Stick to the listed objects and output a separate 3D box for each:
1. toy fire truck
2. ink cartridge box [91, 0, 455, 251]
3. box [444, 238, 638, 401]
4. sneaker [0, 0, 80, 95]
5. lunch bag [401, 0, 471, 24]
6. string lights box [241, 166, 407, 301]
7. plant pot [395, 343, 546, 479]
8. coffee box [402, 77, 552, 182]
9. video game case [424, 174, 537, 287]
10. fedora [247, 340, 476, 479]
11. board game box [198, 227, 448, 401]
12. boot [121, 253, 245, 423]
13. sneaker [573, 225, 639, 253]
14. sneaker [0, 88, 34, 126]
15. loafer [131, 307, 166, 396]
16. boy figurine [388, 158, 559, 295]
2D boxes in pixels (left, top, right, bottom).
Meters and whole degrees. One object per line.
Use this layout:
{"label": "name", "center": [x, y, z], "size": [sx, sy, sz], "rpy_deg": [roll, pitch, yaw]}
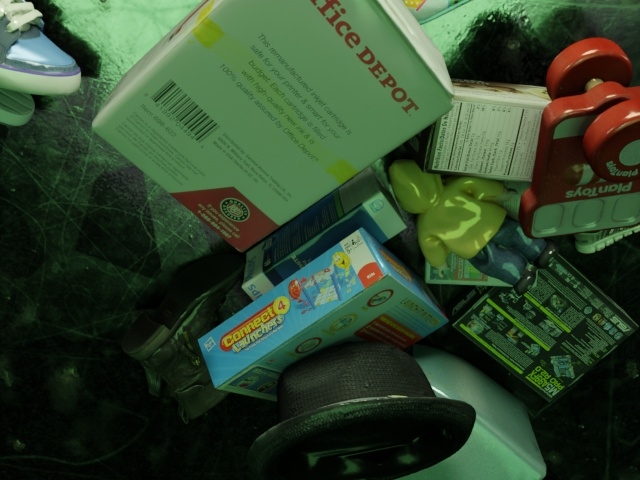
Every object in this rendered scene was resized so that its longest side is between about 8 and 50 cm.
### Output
{"label": "toy fire truck", "center": [0.416, -0.115, 0.830], "size": [0.302, 0.169, 0.254], "rpy_deg": [-8, 137, 0]}
{"label": "ink cartridge box", "center": [-0.058, -0.201, 0.861], "size": [0.385, 0.160, 0.279], "rpy_deg": [-32, 120, 27]}
{"label": "box", "center": [0.396, 0.140, 1.164], "size": [0.270, 0.060, 0.216], "rpy_deg": [37, 107, -18]}
{"label": "sneaker", "center": [-0.449, -0.354, 0.845], "size": [0.323, 0.130, 0.236], "rpy_deg": [24, 115, -8]}
{"label": "lunch bag", "center": [0.144, -0.441, 0.860], "size": [0.224, 0.108, 0.279], "rpy_deg": [-26, 113, 6]}
{"label": "string lights box", "center": [0.000, 0.000, 1.033], "size": [0.260, 0.133, 0.076], "rpy_deg": [-35, 111, 12]}
{"label": "plant pot", "center": [0.198, 0.334, 1.145], "size": [0.252, 0.247, 0.248], "rpy_deg": [43, 105, -4]}
{"label": "coffee box", "center": [0.288, -0.163, 0.961], "size": [0.297, 0.168, 0.118], "rpy_deg": [5, 113, -5]}
{"label": "video game case", "center": [0.267, -0.024, 1.066], "size": [0.183, 0.023, 0.201], "rpy_deg": [2, 105, 8]}
{"label": "fedora", "center": [0.052, 0.250, 0.961], "size": [0.334, 0.152, 0.334], "rpy_deg": [-8, 141, -6]}
{"label": "board game box", "center": [0.019, 0.143, 1.034], "size": [0.302, 0.086, 0.308], "rpy_deg": [-35, 150, 11]}
{"label": "boot", "center": [-0.193, 0.171, 1.123], "size": [0.263, 0.091, 0.229], "rpy_deg": [-42, 130, -10]}
{"label": "sneaker", "center": [0.495, -0.048, 1.083], "size": [0.170, 0.063, 0.075], "rpy_deg": [-33, 118, 16]}
{"label": "sneaker", "center": [-0.542, -0.229, 0.930], "size": [0.258, 0.094, 0.091], "rpy_deg": [29, 130, -13]}
{"label": "loafer", "center": [-0.299, 0.196, 1.146], "size": [0.061, 0.062, 0.170], "rpy_deg": [4, 104, 4]}
{"label": "boy figurine", "center": [0.219, -0.026, 1.013], "size": [0.285, 0.092, 0.177], "rpy_deg": [32, 107, 0]}
